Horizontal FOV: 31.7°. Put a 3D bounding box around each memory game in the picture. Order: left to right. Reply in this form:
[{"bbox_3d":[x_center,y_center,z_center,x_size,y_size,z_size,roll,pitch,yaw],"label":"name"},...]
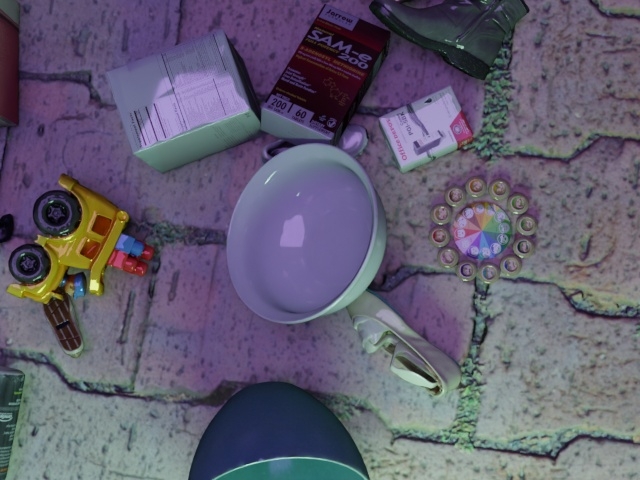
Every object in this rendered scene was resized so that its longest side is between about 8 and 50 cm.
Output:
[{"bbox_3d":[0.273,-0.018,1.893,0.186,0.012,0.186,-1,85,6],"label":"memory game"}]

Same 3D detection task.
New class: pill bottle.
[{"bbox_3d":[-0.581,0.332,1.888,0.130,0.130,0.245,8,85,7],"label":"pill bottle"}]

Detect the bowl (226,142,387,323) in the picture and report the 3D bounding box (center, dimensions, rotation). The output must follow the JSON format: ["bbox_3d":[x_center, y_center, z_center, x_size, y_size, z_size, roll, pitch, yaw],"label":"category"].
[{"bbox_3d":[0.000,0.000,1.833,0.298,0.134,0.297,-11,71,34],"label":"bowl"}]

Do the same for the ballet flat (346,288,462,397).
[{"bbox_3d":[0.121,0.169,1.848,0.248,0.086,0.086,37,89,8],"label":"ballet flat"}]

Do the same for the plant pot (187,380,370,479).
[{"bbox_3d":[-0.075,0.341,1.786,0.290,0.290,0.195,-15,48,4],"label":"plant pot"}]

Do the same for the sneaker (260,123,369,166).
[{"bbox_3d":[-0.011,-0.156,1.901,0.191,0.083,0.071,-15,82,3],"label":"sneaker"}]

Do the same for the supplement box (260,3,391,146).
[{"bbox_3d":[0.010,-0.266,1.874,0.130,0.073,0.239,24,65,7],"label":"supplement box"}]

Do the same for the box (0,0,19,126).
[{"bbox_3d":[-0.616,-0.318,1.957,0.149,0.127,0.232,-2,85,6],"label":"box"}]

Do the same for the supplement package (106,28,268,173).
[{"bbox_3d":[-0.216,-0.227,1.872,0.203,0.194,0.149,-20,82,3],"label":"supplement package"}]

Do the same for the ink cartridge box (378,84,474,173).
[{"bbox_3d":[0.177,-0.186,1.897,0.135,0.056,0.099,-25,83,3],"label":"ink cartridge box"}]

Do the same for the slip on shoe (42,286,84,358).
[{"bbox_3d":[-0.440,0.141,1.937,0.051,0.041,0.135,-25,65,-13],"label":"slip on shoe"}]

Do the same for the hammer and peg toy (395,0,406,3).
[{"bbox_3d":[0.136,-0.595,1.907,0.266,0.127,0.361,-25,82,5],"label":"hammer and peg toy"}]

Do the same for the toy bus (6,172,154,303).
[{"bbox_3d":[-0.399,0.025,1.902,0.211,0.149,0.220,26,85,-8],"label":"toy bus"}]

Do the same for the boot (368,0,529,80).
[{"bbox_3d":[0.213,-0.388,1.867,0.246,0.083,0.161,26,97,-18],"label":"boot"}]

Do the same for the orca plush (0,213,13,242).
[{"bbox_3d":[-0.612,-0.058,1.943,0.151,0.102,0.287,13,86,7],"label":"orca plush"}]
